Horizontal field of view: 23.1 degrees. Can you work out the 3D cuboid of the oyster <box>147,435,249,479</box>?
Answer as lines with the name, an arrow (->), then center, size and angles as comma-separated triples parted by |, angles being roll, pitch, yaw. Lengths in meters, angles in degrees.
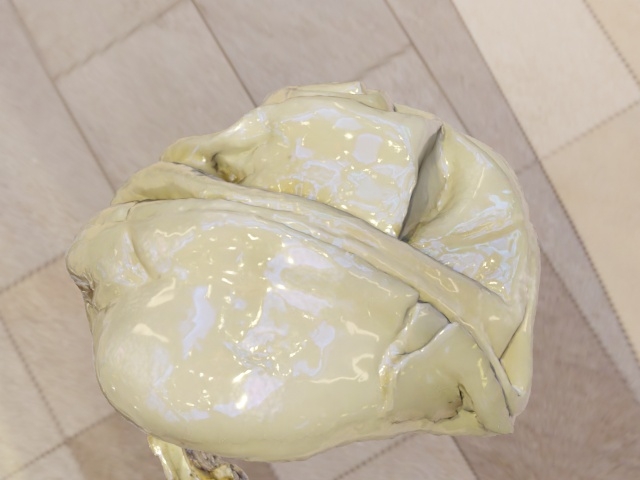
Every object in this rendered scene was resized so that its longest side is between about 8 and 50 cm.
oyster -> -0.064, 0.120, 0.900 | 0.038, 0.080, 0.083 | -16, 91, -33

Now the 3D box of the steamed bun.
steamed bun -> 0.001, 0.001, 0.691 | 0.218, 0.211, 0.144 | -1, 105, -23
